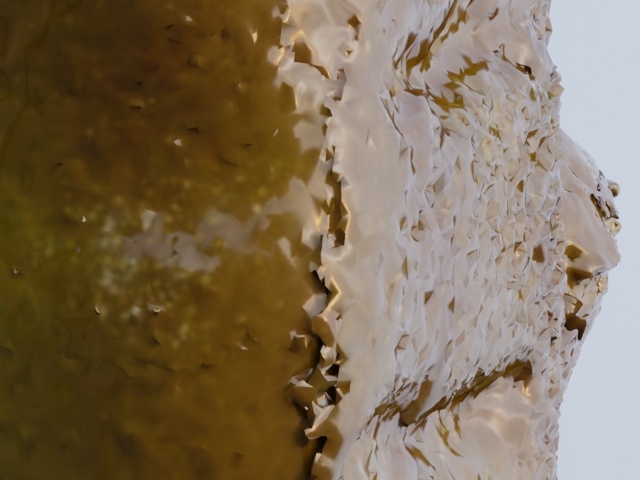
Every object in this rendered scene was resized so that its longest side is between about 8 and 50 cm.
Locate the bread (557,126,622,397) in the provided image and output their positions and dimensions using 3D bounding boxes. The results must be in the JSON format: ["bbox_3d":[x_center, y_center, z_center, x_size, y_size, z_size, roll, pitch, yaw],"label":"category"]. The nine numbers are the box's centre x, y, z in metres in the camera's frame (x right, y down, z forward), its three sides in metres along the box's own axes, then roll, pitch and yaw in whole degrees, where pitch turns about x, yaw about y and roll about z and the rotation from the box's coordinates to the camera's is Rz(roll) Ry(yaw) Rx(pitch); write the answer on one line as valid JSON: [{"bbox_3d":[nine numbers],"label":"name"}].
[{"bbox_3d":[-0.003,-0.001,1.126,0.358,0.204,0.337,12,14,4],"label":"bread"}]

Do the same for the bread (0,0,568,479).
[{"bbox_3d":[-0.002,-0.005,0.594,0.148,0.337,0.328,1,5,26],"label":"bread"}]
